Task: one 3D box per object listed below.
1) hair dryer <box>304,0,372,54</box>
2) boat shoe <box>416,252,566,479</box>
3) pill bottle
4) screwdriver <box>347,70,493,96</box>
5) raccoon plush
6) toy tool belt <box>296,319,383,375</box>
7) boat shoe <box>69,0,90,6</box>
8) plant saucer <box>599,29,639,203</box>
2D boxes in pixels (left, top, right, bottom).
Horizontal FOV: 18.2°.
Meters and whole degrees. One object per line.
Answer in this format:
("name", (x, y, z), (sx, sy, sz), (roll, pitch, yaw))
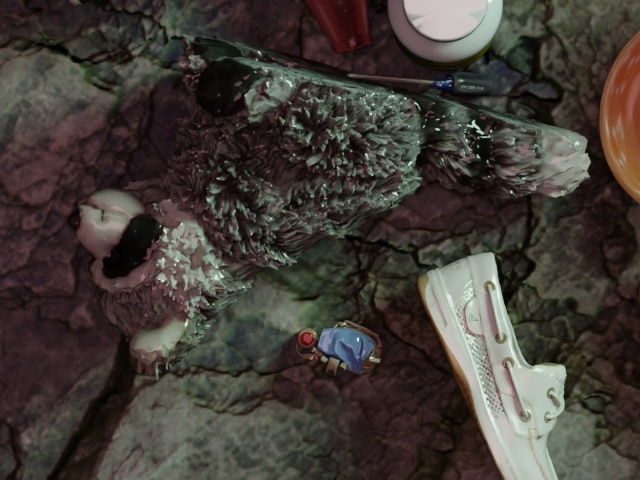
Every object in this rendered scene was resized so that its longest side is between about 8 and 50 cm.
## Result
("hair dryer", (-0.068, -0.273, 1.853), (0.293, 0.080, 0.223), (33, 87, -10))
("boat shoe", (0.184, 0.142, 1.851), (0.096, 0.098, 0.277), (-25, 88, 4))
("pill bottle", (0.112, -0.209, 1.805), (0.103, 0.184, 0.103), (0, 91, 4))
("screwdriver", (0.091, -0.144, 1.841), (0.024, 0.170, 0.025), (62, 139, 33))
("raccoon plush", (0.000, 0.000, 1.817), (0.446, 0.216, 0.299), (15, 100, 3))
("toy tool belt", (0.017, 0.101, 1.883), (0.083, 0.051, 0.052), (16, 92, 3))
("boat shoe", (-0.236, -0.390, 1.859), (0.095, 0.112, 0.335), (-15, 87, 8))
("plant saucer", (0.350, -0.116, 1.826), (0.200, 0.037, 0.200), (-6, 80, 37))
